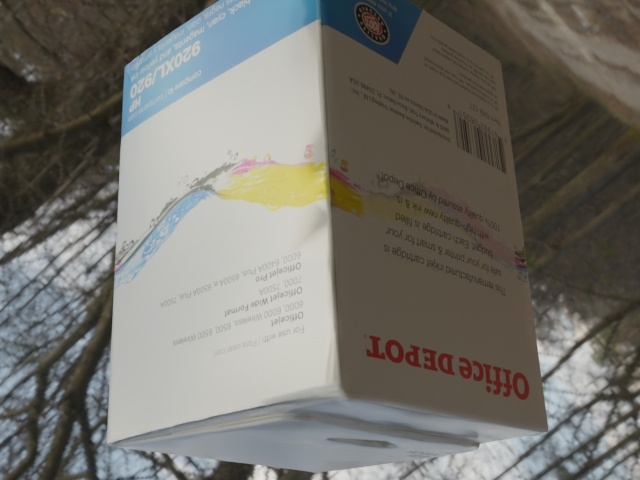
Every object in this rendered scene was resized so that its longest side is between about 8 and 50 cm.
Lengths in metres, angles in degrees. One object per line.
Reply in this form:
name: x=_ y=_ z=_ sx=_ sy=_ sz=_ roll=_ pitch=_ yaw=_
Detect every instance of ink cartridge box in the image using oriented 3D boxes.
ink cartridge box: x=0.000 y=0.000 z=0.515 sx=0.171 sy=0.168 sz=0.232 roll=20 pitch=-121 yaw=-44
